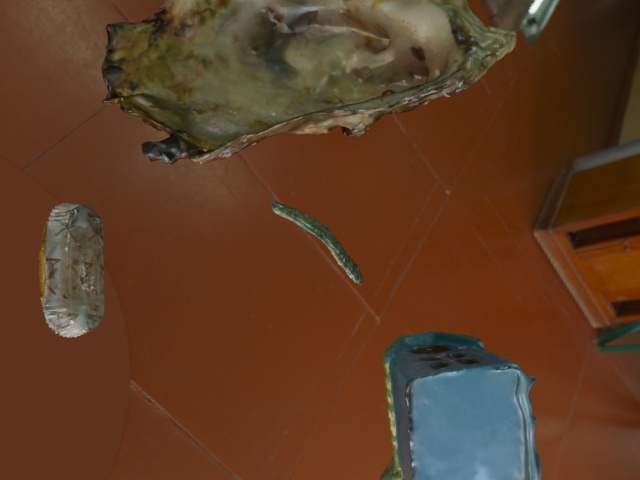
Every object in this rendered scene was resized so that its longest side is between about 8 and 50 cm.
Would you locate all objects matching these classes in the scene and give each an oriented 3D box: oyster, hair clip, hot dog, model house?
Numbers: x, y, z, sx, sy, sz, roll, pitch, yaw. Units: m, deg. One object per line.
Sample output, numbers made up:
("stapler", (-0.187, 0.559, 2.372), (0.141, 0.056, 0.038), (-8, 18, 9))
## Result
("oyster", (-0.015, -0.167, 0.522), (0.360, 0.096, 0.222), (-16, 64, -8))
("hair clip", (0.002, -0.001, 1.076), (0.229, 0.036, 0.066), (41, 25, -10))
("hot dog", (-0.487, 0.054, 1.130), (0.144, 0.075, 0.268), (31, 53, -59))
("model house", (0.218, 0.307, 1.040), (0.215, 0.303, 0.238), (-7, 96, -11))

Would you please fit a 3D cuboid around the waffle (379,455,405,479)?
("waffle", (0.222, 0.684, 1.565), (0.309, 0.056, 0.292), (-45, 131, -32))
